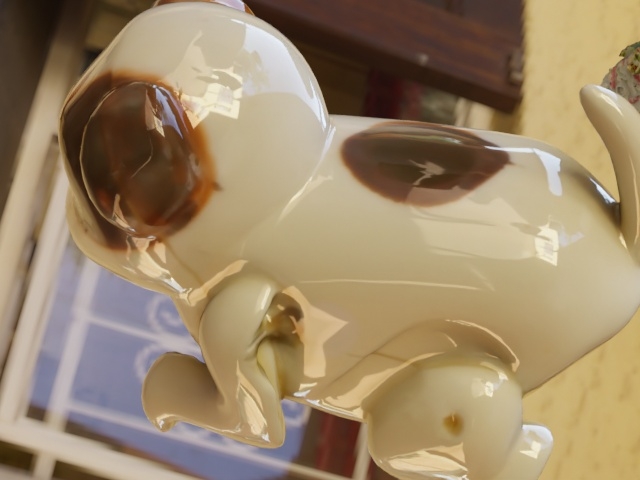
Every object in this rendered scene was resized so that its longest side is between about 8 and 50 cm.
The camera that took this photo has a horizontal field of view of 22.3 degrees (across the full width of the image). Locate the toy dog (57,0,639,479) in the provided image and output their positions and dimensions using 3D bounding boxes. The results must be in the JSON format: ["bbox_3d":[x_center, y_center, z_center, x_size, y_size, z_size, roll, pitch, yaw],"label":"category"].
[{"bbox_3d":[0.000,0.000,1.151,0.395,0.408,0.284,-50,-167,46],"label":"toy dog"}]

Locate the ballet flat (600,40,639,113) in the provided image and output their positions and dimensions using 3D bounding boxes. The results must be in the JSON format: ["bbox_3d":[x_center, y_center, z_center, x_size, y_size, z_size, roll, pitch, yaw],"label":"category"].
[{"bbox_3d":[0.266,-0.114,1.128,0.241,0.091,0.077,137,-37,-60],"label":"ballet flat"}]
